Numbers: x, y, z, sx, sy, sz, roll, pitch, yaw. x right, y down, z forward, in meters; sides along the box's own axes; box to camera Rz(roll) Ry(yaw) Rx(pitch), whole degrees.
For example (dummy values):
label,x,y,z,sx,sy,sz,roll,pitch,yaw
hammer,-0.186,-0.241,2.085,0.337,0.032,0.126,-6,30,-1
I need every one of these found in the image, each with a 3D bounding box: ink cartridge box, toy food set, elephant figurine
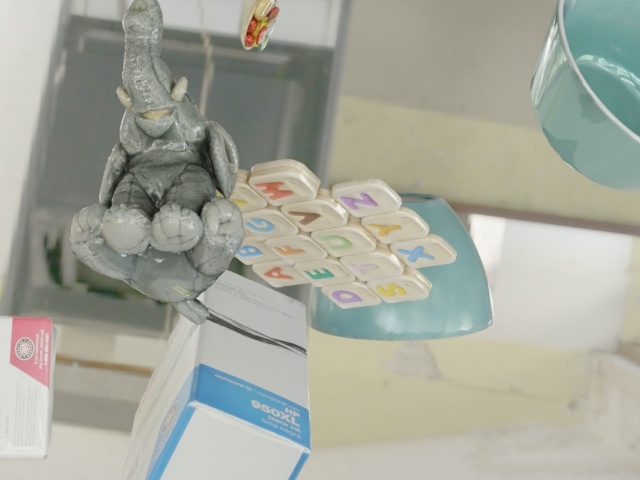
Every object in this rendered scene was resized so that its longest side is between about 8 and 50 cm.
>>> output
label,x,y,z,sx,sy,sz,roll,pitch,yaw
ink cartridge box,-0.144,0.251,1.673,0.166,0.285,0.395,23,-159,-11
toy food set,-0.076,-0.284,1.634,0.020,0.083,0.082,26,-170,10
ink cartridge box,-0.411,0.166,1.416,0.218,0.158,0.092,2,169,-8
elephant figurine,-0.145,-0.076,1.218,0.169,0.239,0.186,17,143,-29

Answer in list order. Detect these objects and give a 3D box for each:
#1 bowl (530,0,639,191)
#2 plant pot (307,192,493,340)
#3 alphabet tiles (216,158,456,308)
label,x,y,z,sx,sy,sz,roll,pitch,yaw
bowl,0.389,-0.186,1.595,0.311,0.311,0.163,6,151,-25
plant pot,0.121,0.030,1.960,0.290,0.195,0.290,-2,-171,0
alphabet tiles,0.000,0.000,1.436,0.278,0.021,0.284,-8,145,38
